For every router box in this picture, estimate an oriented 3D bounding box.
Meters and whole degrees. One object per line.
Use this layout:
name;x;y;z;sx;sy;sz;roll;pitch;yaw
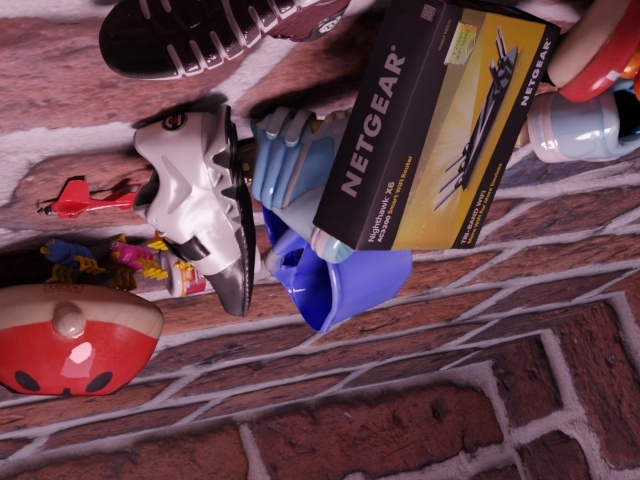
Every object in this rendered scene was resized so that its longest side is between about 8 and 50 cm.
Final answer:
router box;0.142;-0.140;1.621;0.243;0.081;0.308;-1;117;-48

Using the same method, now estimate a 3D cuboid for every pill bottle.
pill bottle;-0.180;0.037;2.206;0.152;0.086;0.086;-13;164;-21

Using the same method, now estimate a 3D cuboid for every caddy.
caddy;0.000;0.000;1.996;0.179;0.241;0.341;-21;166;-14

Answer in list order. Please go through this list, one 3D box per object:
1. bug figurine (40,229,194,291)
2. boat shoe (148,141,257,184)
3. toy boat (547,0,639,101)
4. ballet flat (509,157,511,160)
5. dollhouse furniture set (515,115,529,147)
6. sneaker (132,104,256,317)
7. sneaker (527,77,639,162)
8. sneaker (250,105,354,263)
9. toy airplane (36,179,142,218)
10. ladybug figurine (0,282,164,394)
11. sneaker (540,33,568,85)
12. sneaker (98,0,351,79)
bug figurine;-0.268;0.003;2.000;0.279;0.072;0.216;-19;159;24
boat shoe;-0.145;-0.088;1.852;0.190;0.068;0.072;-13;180;-14
toy boat;0.390;-0.226;1.692;0.151;0.151;0.231;-53;166;28
ballet flat;0.255;-0.132;2.133;0.080;0.073;0.232;-24;164;23
dollhouse furniture set;0.230;-0.188;1.877;0.123;0.144;0.151;-53;146;-36
sneaker;-0.165;-0.032;1.765;0.146;0.122;0.330;-6;128;5
sneaker;0.434;-0.175;1.918;0.150;0.135;0.366;-2;-167;34
sneaker;0.030;-0.149;1.747;0.319;0.208;0.127;-53;163;-12
toy airplane;-0.314;-0.051;1.844;0.151;0.028;0.151;-16;167;-4
ladybug figurine;-0.397;0.160;2.083;0.305;0.161;0.449;2;172;-8
sneaker;0.313;-0.237;1.868;0.170;0.051;0.089;-23;161;9
sneaker;-0.076;-0.221;1.378;0.281;0.106;0.162;-20;168;6
